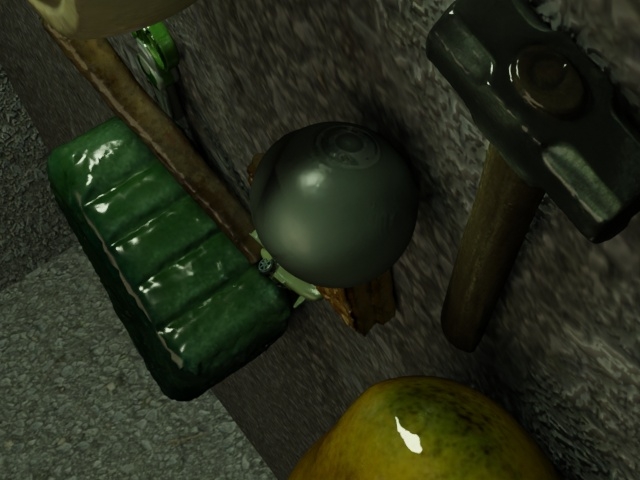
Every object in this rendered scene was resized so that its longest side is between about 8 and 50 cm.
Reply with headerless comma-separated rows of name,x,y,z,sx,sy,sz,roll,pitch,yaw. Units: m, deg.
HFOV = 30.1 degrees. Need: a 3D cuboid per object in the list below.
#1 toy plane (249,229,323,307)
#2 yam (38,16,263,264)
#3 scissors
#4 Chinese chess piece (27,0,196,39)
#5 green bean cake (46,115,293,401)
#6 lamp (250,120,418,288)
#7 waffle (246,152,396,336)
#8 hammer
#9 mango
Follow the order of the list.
toy plane,-0.030,0.031,1.157,0.102,0.040,0.111,42,-177,-46
yam,-0.160,-0.105,1.192,0.045,0.045,0.327,-29,106,40
scissors,-0.159,-0.170,1.163,0.101,0.027,0.204,52,168,23
Chinese chess piece,-0.160,-0.276,0.650,0.338,0.140,0.338,52,167,17
green bean cake,-0.173,0.018,1.373,0.308,0.169,0.300,56,166,3
lamp,0.008,-0.023,0.735,0.105,0.105,0.105,52,167,18
waffle,0.000,0.000,0.957,0.148,0.042,0.102,49,167,30
hammer,0.095,0.000,0.636,0.111,0.043,0.365,51,169,16
mango,0.079,0.234,0.865,0.264,0.221,0.378,53,159,28
